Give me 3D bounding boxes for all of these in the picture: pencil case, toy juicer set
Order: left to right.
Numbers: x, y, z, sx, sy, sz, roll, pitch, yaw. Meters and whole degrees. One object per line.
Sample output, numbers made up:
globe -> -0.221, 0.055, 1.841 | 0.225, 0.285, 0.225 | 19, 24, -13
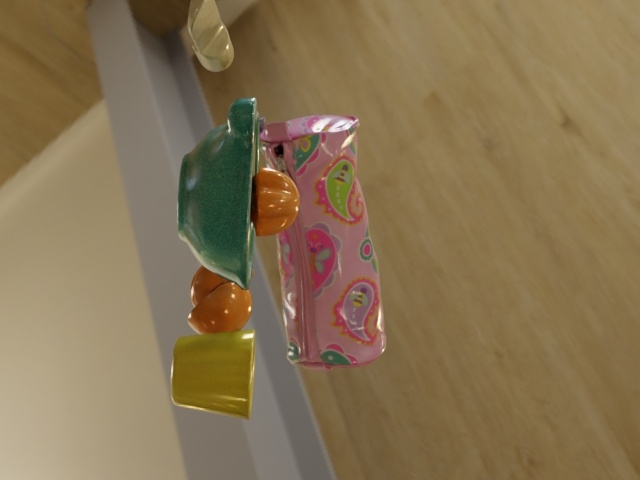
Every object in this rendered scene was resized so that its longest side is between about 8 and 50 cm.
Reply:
toy juicer set -> -0.060, -0.044, 0.877 | 0.090, 0.329, 0.209 | 3, -160, -1
pencil case -> 0.000, 0.000, 1.248 | 0.124, 0.284, 0.124 | -8, -168, 2
